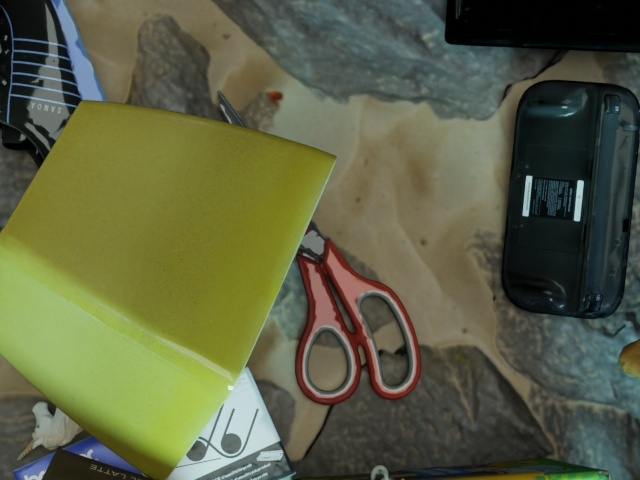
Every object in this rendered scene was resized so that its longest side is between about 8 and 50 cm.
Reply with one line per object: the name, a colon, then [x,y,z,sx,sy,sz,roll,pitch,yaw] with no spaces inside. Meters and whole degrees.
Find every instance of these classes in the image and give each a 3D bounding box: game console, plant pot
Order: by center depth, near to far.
plant pot: [-0.136,0.021,1.012,0.187,0.212,0.212,27,56,-6]
game console: [0.204,-0.116,1.151,0.213,0.044,0.361,7,96,25]

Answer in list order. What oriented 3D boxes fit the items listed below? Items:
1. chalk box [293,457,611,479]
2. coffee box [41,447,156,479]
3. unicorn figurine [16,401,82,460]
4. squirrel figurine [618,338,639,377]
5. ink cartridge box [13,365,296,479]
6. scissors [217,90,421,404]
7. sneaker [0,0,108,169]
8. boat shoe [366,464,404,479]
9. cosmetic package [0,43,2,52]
chalk box: [0.132,0.266,1.066,0.289,0.179,0.180,-4,84,-6]
coffee box: [-0.175,0.300,1.025,0.141,0.098,0.246,18,109,-4]
unicorn figurine: [-0.183,0.106,1.112,0.162,0.060,0.111,-12,79,-5]
squirrel figurine: [0.399,0.161,1.017,0.370,0.281,0.397,46,45,7]
ink cartridge box: [-0.135,0.189,1.116,0.207,0.046,0.097,-24,86,-7]
scissors: [0.000,0.000,1.165,0.109,0.021,0.297,-17,85,-5]
sneaker: [-0.237,-0.136,1.123,0.090,0.081,0.232,-23,88,-15]
boat shoe: [0.039,0.190,0.938,0.206,0.075,0.064,-12,89,-3]
cosmetic package: [-0.368,-0.287,1.081,0.160,0.113,0.309,-14,74,-7]
